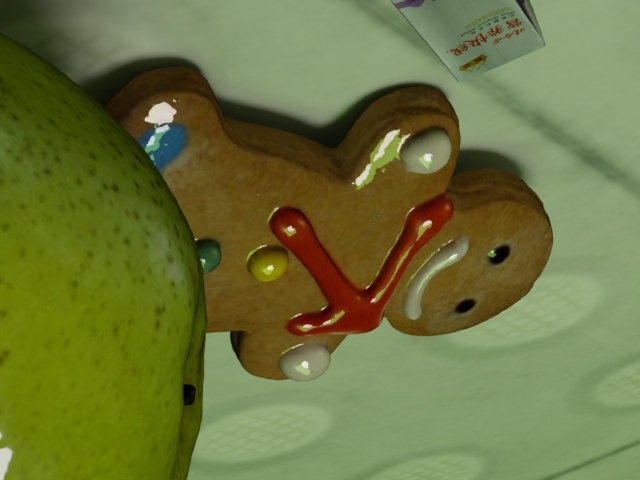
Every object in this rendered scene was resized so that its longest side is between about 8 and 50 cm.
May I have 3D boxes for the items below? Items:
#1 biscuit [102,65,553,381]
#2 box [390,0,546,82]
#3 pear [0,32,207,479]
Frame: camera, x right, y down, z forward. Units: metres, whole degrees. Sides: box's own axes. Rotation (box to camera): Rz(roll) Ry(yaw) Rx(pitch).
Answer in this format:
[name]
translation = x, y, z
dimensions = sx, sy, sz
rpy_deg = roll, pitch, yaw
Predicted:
[biscuit]
translation = 0.001, 0.002, 0.873
dimensions = 0.324, 0.049, 0.205
rpy_deg = 9, 128, -38
[box]
translation = 0.060, -0.117, 0.734
dimensions = 0.050, 0.036, 0.117
rpy_deg = -21, 154, 16
[pear]
translation = -0.183, 0.036, 0.663
dimensions = 0.294, 0.294, 0.294
rpy_deg = -11, 154, -5
